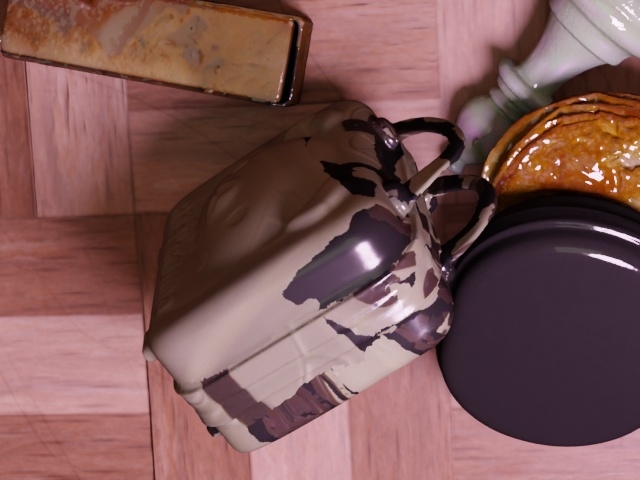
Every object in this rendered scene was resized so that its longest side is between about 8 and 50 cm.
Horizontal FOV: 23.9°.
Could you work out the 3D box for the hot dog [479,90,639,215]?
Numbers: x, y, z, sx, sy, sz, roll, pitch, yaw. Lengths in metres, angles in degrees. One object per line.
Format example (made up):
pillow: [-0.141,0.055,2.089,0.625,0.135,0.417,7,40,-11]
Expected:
hot dog: [0.290,-0.064,1.479,0.259,0.175,0.114,10,59,9]

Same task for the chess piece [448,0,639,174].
chess piece: [0.220,-0.164,1.508,0.139,0.139,0.272,42,113,-1]

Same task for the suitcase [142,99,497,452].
suitcase: [0.000,0.000,1.436,0.339,0.351,0.194,-31,113,12]

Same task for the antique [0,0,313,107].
antique: [-0.169,-0.209,1.556,0.310,0.087,0.093,10,99,6]

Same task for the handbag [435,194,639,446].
handbag: [0.245,0.084,1.485,0.254,0.093,0.308,13,135,2]
